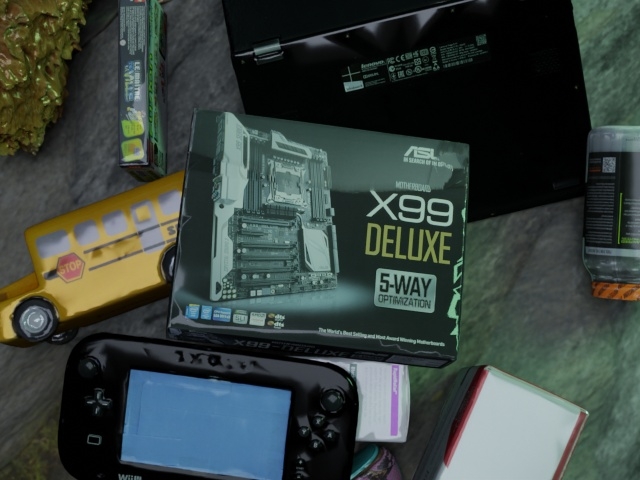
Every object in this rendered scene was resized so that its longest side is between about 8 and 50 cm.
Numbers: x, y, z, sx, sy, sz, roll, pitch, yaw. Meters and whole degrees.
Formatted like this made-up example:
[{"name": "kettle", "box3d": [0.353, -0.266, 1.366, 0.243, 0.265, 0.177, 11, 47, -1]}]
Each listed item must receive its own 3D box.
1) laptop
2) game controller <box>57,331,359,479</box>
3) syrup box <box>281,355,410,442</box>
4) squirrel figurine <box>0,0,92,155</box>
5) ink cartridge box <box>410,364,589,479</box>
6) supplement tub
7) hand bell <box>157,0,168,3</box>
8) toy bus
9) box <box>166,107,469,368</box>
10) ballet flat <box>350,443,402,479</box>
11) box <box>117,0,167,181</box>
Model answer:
[{"name": "laptop", "box3d": [0.093, -0.237, 1.533, 0.381, 0.236, 0.408, -13, 111, 3]}, {"name": "game controller", "box3d": [-0.121, 0.196, 1.377, 0.319, 0.067, 0.167, 7, 84, 5]}, {"name": "syrup box", "box3d": [-0.018, 0.178, 1.453, 0.236, 0.093, 0.096, 2, 83, 4]}, {"name": "squirrel figurine", "box3d": [-0.441, -0.255, 1.412, 0.397, 0.281, 0.370, 29, 52, -19]}, {"name": "ink cartridge box", "box3d": [0.170, 0.240, 1.344, 0.114, 0.273, 0.197, 24, 86, 3]}, {"name": "supplement tub", "box3d": [0.351, -0.030, 1.434, 0.117, 0.117, 0.191, 3, 91, 5]}, {"name": "hand bell", "box3d": [-0.230, -0.417, 1.547, 0.126, 0.126, 0.242, -23, 71, 1]}, {"name": "toy bus", "box3d": [-0.220, 0.017, 1.479, 0.332, 0.108, 0.130, -20, 82, 1]}, {"name": "box", "box3d": [0.000, 0.000, 1.385, 0.307, 0.076, 0.243, 8, 75, -7]}, {"name": "ballet flat", "box3d": [-0.003, 0.314, 1.453, 0.221, 0.077, 0.079, -31, 102, 0]}, {"name": "box", "box3d": [-0.206, -0.179, 1.499, 0.036, 0.114, 0.207, -1, 83, 4]}]
